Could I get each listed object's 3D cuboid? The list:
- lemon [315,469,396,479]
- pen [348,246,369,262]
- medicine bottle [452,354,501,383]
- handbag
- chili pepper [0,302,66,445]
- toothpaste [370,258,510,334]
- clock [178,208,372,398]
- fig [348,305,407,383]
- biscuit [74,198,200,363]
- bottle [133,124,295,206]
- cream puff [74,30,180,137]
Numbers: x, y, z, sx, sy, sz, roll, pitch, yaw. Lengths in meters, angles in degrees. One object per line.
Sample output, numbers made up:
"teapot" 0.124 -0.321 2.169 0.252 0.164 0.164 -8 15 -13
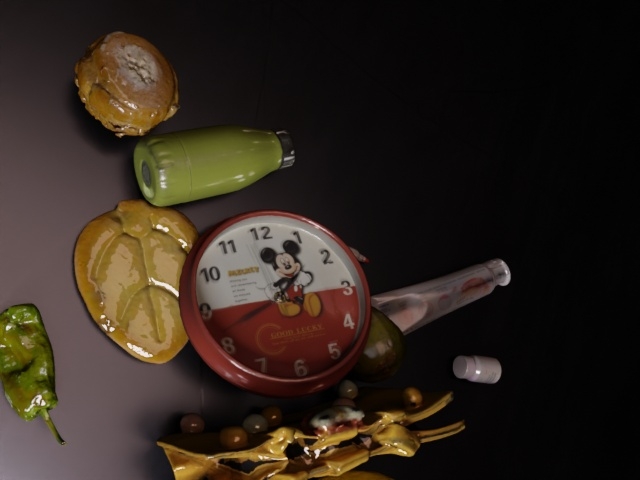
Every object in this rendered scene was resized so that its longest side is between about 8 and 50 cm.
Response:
"lemon" 0.057 0.498 0.936 0.364 0.364 0.363 5 79 -28
"pen" 0.000 0.000 1.166 0.218 0.026 0.026 23 71 -24
"medicine bottle" 0.309 0.254 1.277 0.089 0.052 0.052 12 76 -27
"handbag" -0.016 0.294 0.957 0.401 0.283 0.132 -5 80 -28
"chili pepper" -0.399 0.190 0.886 0.072 0.073 0.203 -15 77 -13
"toothpaste" 0.231 0.109 1.257 0.323 0.066 0.100 -18 95 -26
"clock" -0.066 0.094 1.028 0.319 0.080 0.318 9 60 -16
"fig" 0.061 0.168 1.138 0.126 0.185 0.133 -60 153 3
"biscuit" -0.266 0.061 0.996 0.203 0.041 0.259 -7 81 -32
"bottle" -0.162 -0.132 1.050 0.260 0.112 0.112 -16 89 -32
"cream puff" -0.299 -0.235 0.991 0.150 0.115 0.165 8 68 -35
